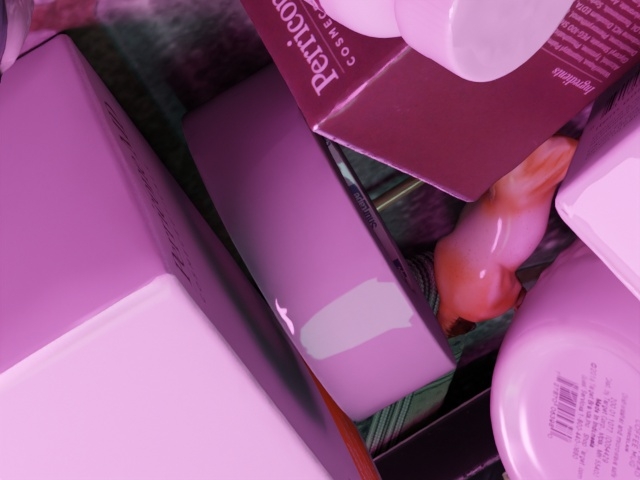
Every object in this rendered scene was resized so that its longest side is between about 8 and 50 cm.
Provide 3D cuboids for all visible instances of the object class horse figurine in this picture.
[{"bbox_3d":[0.139,-0.018,1.349,0.174,0.066,0.263,-17,139,-49],"label":"horse figurine"}]

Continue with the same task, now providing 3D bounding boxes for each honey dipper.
[{"bbox_3d":[0.065,-0.042,1.341,0.161,0.030,0.030,-33,149,4],"label":"honey dipper"}]

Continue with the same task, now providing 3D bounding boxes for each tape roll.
[{"bbox_3d":[0.000,0.000,1.166,0.072,0.219,0.219,-31,149,4],"label":"tape roll"}]

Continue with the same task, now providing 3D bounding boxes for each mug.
[{"bbox_3d":[0.275,0.126,1.378,0.328,0.276,0.374,-22,138,-43],"label":"mug"}]

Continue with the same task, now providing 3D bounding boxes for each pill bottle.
[{"bbox_3d":[0.015,-0.171,0.901,0.121,0.221,0.121,-35,145,-29],"label":"pill bottle"}]

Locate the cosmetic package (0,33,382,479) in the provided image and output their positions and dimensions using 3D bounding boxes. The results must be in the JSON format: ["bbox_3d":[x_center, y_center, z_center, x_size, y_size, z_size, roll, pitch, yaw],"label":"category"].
[{"bbox_3d":[-0.088,0.118,1.173,0.161,0.230,0.453,-31,136,3],"label":"cosmetic package"}]

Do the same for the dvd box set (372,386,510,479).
[{"bbox_3d":[0.132,0.262,1.744,0.308,0.062,0.420,-30,154,-9],"label":"dvd box set"}]

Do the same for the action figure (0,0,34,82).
[{"bbox_3d":[-0.224,-0.153,0.820,0.341,0.178,0.330,-10,135,-32],"label":"action figure"}]

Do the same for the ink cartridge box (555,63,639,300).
[{"bbox_3d":[0.307,-0.115,1.089,0.279,0.160,0.384,-43,-174,25],"label":"ink cartridge box"}]

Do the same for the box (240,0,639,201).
[{"bbox_3d":[0.080,-0.160,1.039,0.203,0.168,0.167,-41,147,20],"label":"box"}]

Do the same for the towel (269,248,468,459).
[{"bbox_3d":[-0.028,0.141,1.501,0.312,0.056,0.324,-21,147,-27],"label":"towel"}]
